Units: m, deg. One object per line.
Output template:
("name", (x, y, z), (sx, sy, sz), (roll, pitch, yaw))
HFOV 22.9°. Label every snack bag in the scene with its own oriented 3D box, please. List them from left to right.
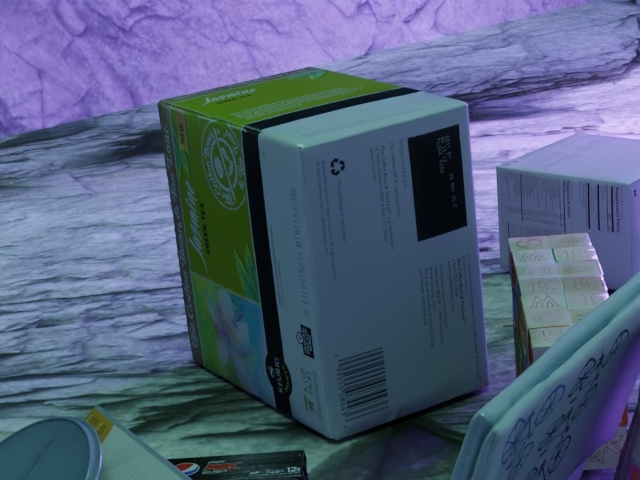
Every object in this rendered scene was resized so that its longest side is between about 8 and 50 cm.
("snack bag", (0.146, 0.198, 1.156), (0.037, 0.342, 0.323), (30, 32, 21))

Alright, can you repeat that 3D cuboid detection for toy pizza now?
("toy pizza", (-0.249, 0.230, 1.283), (0.201, 0.032, 0.201), (-30, 32, 21))

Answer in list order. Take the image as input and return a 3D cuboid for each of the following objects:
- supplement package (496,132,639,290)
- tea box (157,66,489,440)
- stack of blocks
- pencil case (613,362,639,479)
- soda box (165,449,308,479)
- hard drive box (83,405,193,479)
("supplement package", (0.370, -0.041, 2.078), (0.203, 0.149, 0.194), (11, 24, 41))
("tea box", (0.000, 0.000, 1.769), (0.220, 0.329, 0.323), (-16, 19, -28))
("stack of blocks", (0.244, 0.122, 1.576), (0.087, 0.171, 0.297), (-4, 19, 4))
("pencil case", (0.267, 0.184, 1.192), (0.124, 0.284, 0.124), (12, 23, -5))
("soda box", (-0.096, 0.239, 1.504), (0.169, 0.053, 0.060), (-4, 17, 3))
("hard drive box", (-0.167, 0.258, 1.276), (0.181, 0.089, 0.232), (-50, 32, -12))
